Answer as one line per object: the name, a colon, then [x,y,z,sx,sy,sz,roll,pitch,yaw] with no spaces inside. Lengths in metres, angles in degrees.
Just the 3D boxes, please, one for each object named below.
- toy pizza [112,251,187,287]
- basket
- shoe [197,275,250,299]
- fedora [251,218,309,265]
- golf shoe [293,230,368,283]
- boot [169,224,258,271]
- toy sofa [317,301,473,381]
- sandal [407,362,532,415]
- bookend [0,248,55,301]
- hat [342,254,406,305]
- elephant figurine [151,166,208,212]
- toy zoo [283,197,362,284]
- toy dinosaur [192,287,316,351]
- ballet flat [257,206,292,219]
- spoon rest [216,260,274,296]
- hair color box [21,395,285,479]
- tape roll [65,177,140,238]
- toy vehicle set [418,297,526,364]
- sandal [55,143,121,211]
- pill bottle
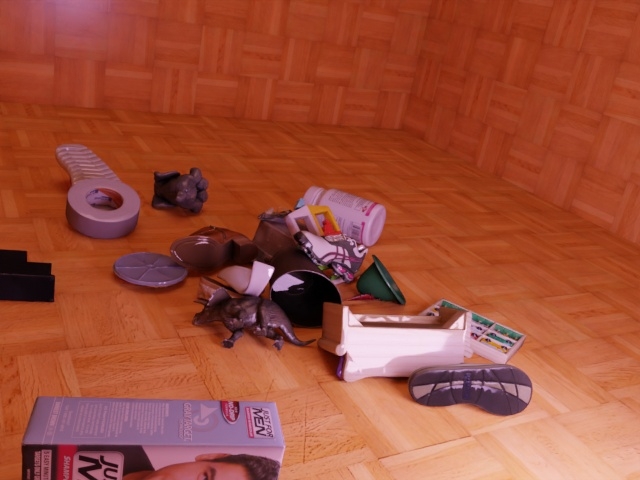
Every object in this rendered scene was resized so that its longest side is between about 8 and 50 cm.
toy pizza: [-0.472,0.087,1.757,0.201,0.032,0.201,10,21,-4]
basket: [-0.064,0.115,1.734,0.204,0.154,0.227,27,11,-23]
shoe: [-0.230,0.161,1.675,0.219,0.058,0.076,23,-1,17]
fedora: [-0.120,0.003,2.009,0.275,0.124,0.243,27,26,34]
golf shoe: [0.028,0.017,1.805,0.273,0.120,0.105,33,8,-48]
boot: [-0.352,0.005,1.904,0.283,0.109,0.220,-8,20,-35]
toy sofa: [0.184,0.249,1.570,0.362,0.177,0.150,4,-2,-18]
sandal: [0.347,0.328,1.467,0.302,0.120,0.086,8,8,-7]
bookend: [-0.741,0.083,1.580,0.156,0.072,0.157,4,22,-20]
hat: [0.126,0.156,1.884,0.208,0.183,0.173,49,11,-38]
elephant figurine: [-0.535,-0.180,2.261,0.239,0.186,0.169,8,63,19]
toy zoo: [0.000,0.000,1.951,0.192,0.030,0.293,-14,75,-48]
toy dinosaur: [-0.161,0.186,1.553,0.313,0.121,0.160,4,36,-7]
ballet flat: [-0.143,-0.087,2.005,0.114,0.041,0.041,-1,24,-16]
spoon rest: [-0.196,0.110,1.679,0.137,0.084,0.276,20,-14,-16]
hair color box: [-0.258,0.357,0.994,0.374,0.185,0.114,5,22,-15]
tape roll: [-0.678,-0.103,1.982,0.219,0.072,0.219,14,39,-12]
toy vehicle set: [0.424,0.252,1.784,0.266,0.035,0.166,24,25,28]
sandal: [-0.790,-0.194,2.186,0.169,0.102,0.416,-10,45,-34]
pill bottle: [0.080,-0.095,2.298,0.283,0.160,0.160,21,24,22]
